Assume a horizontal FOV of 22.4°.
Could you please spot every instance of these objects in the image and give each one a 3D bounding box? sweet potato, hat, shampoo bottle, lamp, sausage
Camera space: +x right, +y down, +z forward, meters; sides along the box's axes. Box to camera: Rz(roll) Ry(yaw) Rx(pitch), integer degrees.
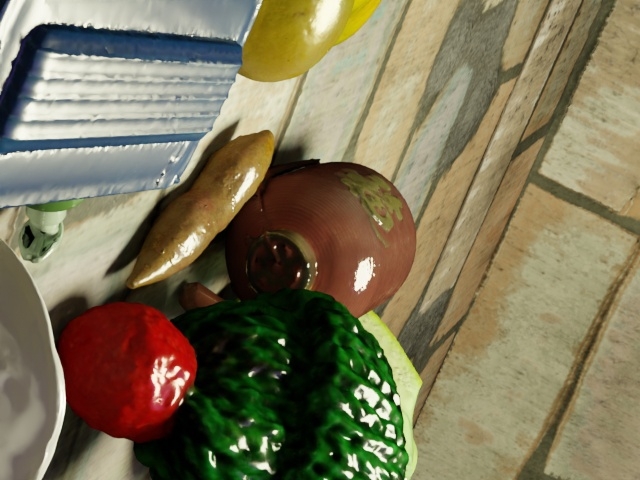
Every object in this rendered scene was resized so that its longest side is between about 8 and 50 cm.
[{"bbox_3d":[-0.108,-0.025,1.451,0.218,0.051,0.065,-51,166,-32],"label":"sweet potato"},{"bbox_3d":[-0.083,0.139,1.420,0.242,0.274,0.332,-41,128,13],"label":"hat"},{"bbox_3d":[-0.260,0.091,0.950,0.126,0.203,0.203,-3,122,-56],"label":"hat"},{"bbox_3d":[-0.181,-0.074,1.084,0.065,0.065,0.204,-48,161,-43],"label":"shampoo bottle"},{"bbox_3d":[0.000,0.000,1.656,0.180,0.180,0.258,-67,166,18],"label":"lamp"},{"bbox_3d":[-0.085,0.085,1.612,0.147,0.030,0.035,34,78,-31],"label":"sausage"}]

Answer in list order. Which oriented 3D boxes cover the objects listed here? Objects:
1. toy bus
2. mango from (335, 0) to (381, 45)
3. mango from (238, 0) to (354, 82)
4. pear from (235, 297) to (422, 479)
[{"bbox_3d":[-0.164,-0.113,0.843,0.138,0.175,0.288,-64,166,13],"label":"toy bus"},{"bbox_3d":[0.028,-0.268,1.360,0.176,0.119,0.317,-54,173,-35],"label":"mango"},{"bbox_3d":[-0.035,-0.210,1.237,0.092,0.130,0.194,-99,-179,-52],"label":"mango"},{"bbox_3d":[-0.034,0.171,1.767,0.176,0.286,0.282,-47,-159,36],"label":"pear"}]
